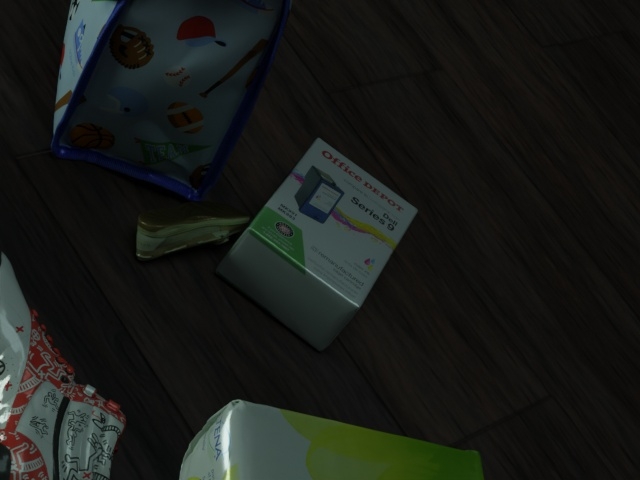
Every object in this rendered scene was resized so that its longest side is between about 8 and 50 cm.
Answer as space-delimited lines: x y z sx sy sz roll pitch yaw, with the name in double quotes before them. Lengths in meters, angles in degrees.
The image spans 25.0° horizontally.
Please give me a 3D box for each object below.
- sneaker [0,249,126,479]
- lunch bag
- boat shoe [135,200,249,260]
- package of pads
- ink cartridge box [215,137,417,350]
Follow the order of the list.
"sneaker" -0.264 0.133 1.351 0.145 0.090 0.270 12 51 -29
"lunch bag" -0.151 -0.301 1.599 0.239 0.385 0.328 16 46 -20
"boat shoe" -0.143 -0.010 1.610 0.056 0.048 0.153 26 24 34
"package of pads" 0.017 0.266 0.988 0.229 0.101 0.296 17 45 -26
"ink cartridge box" 0.000 0.000 1.664 0.154 0.093 0.212 37 39 -1
